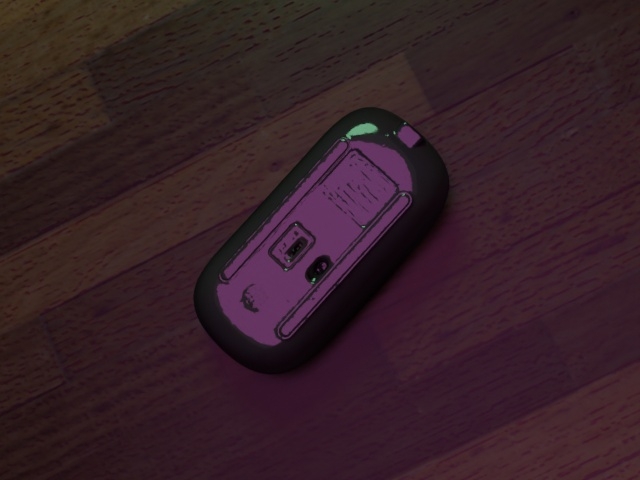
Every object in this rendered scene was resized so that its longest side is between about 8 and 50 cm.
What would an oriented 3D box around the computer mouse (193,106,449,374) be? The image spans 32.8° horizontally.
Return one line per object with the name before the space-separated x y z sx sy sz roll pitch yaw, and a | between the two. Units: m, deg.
computer mouse | 0.000 0.001 0.870 0.120 0.057 0.232 42 92 13
